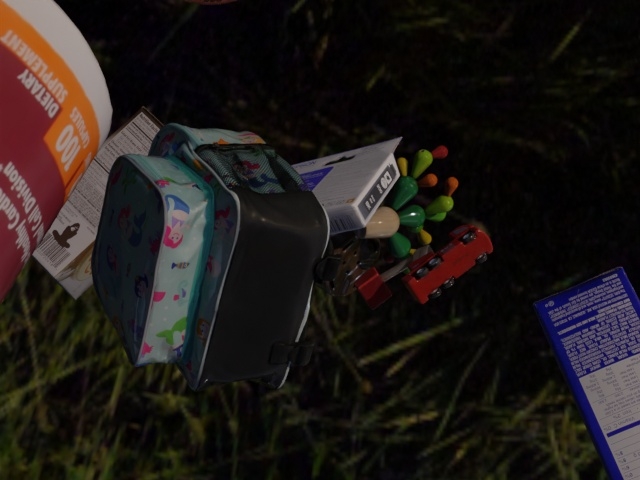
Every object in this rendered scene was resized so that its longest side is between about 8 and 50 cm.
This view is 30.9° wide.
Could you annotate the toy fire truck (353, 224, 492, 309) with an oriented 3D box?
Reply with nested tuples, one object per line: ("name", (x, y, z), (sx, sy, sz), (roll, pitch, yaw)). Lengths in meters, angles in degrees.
("toy fire truck", (0.154, 0.040, 1.746), (0.192, 0.135, 0.047), (-37, 110, -7))

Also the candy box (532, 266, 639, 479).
("candy box", (0.381, 0.226, 1.348), (0.122, 0.317, 0.268), (-25, 152, 11))

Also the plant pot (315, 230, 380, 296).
("plant pot", (0.000, 0.000, 1.927), (0.165, 0.167, 0.167), (34, 149, 35))

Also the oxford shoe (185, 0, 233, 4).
("oxford shoe", (-0.116, -0.410, 1.545), (0.397, 0.146, 0.140), (-3, 146, -37))

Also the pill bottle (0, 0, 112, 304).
("pill bottle", (-0.303, 0.020, 0.650), (0.224, 0.392, 0.224), (20, 151, 12))

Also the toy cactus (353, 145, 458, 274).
("toy cactus", (0.126, -0.044, 1.851), (0.180, 0.112, 0.219), (-13, 131, -37))

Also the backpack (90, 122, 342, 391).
("backpack", (-0.116, 0.004, 1.127), (0.191, 0.253, 0.225), (5, 116, -23))

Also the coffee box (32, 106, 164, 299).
("coffee box", (-0.292, -0.048, 1.596), (0.098, 0.246, 0.141), (44, 168, 10))

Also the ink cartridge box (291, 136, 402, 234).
("ink cartridge box", (0.007, -0.068, 1.694), (0.206, 0.208, 0.045), (-12, 116, 32))
